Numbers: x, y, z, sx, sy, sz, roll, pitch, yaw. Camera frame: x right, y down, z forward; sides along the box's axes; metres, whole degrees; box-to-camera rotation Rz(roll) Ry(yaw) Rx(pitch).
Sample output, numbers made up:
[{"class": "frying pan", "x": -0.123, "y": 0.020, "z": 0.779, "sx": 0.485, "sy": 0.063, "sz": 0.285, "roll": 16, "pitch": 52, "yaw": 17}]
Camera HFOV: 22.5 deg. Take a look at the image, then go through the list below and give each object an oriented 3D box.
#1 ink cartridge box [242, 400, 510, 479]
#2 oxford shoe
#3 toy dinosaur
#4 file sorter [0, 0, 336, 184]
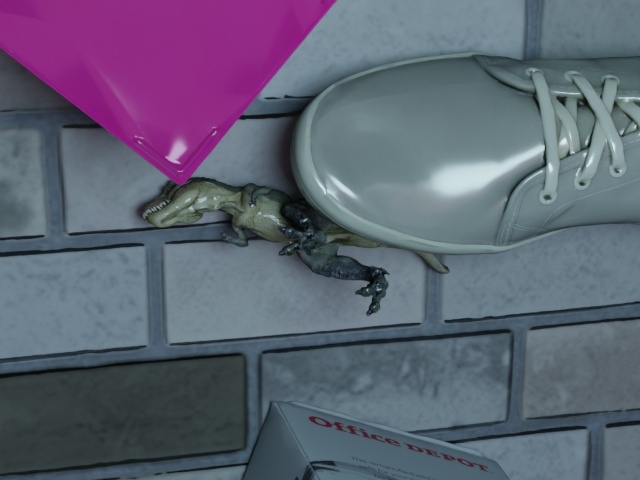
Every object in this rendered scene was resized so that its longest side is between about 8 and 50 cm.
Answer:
[{"class": "ink cartridge box", "x": 0.074, "y": 0.265, "z": 1.249, "sx": 0.223, "sy": 0.307, "sz": 0.129, "roll": 18, "pitch": 104, "yaw": -20}, {"class": "oxford shoe", "x": 0.196, "y": -0.079, "z": 1.243, "sx": 0.449, "sy": 0.130, "sz": 0.169, "roll": 1, "pitch": 73, "yaw": -19}, {"class": "toy dinosaur", "x": 0.000, "y": 0.000, "z": 1.245, "sx": 0.268, "sy": 0.118, "sz": 0.064, "roll": 16, "pitch": 105, "yaw": -19}, {"class": "file sorter", "x": -0.155, "y": -0.221, "z": 1.098, "sx": 0.290, "sy": 0.182, "sz": 0.202, "roll": 38, "pitch": 95, "yaw": -22}]
